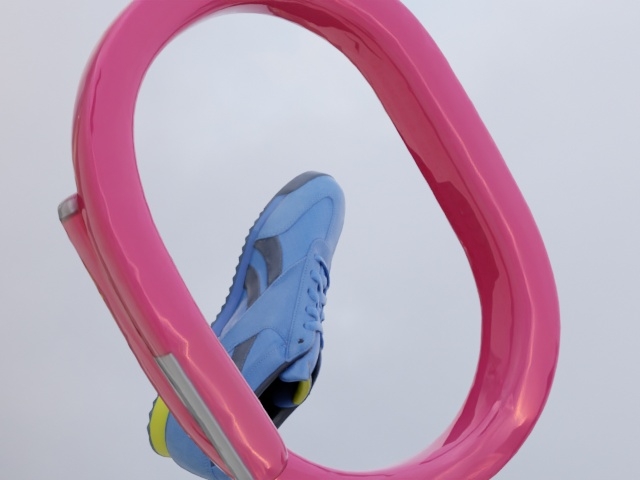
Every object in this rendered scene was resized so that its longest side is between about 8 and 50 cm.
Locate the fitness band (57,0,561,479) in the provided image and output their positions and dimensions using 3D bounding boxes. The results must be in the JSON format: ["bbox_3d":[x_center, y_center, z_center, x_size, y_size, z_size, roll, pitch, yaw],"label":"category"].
[{"bbox_3d":[0.000,0.000,0.633,0.291,0.209,0.054,61,-27,-7],"label":"fitness band"}]

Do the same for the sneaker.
[{"bbox_3d":[-0.020,0.051,0.779,0.082,0.209,0.069,11,-31,32],"label":"sneaker"}]
